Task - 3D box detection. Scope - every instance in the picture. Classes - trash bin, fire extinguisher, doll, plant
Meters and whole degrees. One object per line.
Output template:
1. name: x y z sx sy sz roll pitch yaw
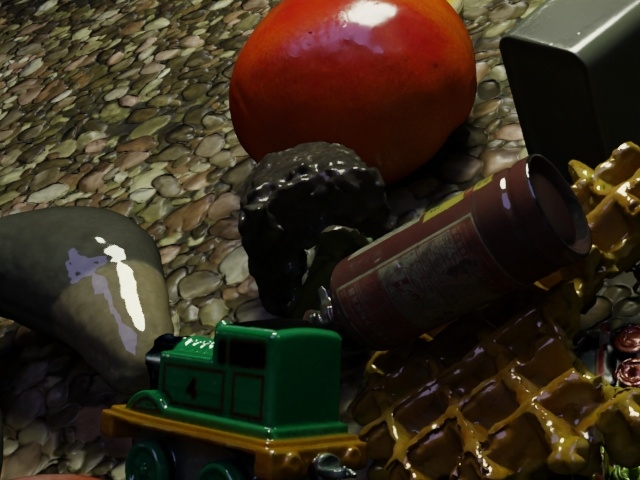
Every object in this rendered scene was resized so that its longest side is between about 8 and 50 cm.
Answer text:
1. trash bin: 0.289 -0.176 0.853 0.240 0.164 0.122 -36 37 -17
2. fire extinguisher: 0.055 0.040 0.653 0.252 0.075 0.106 -30 25 30
3. doll: -0.290 0.092 0.759 0.379 0.252 0.382 -32 43 -12
4. plant: 0.000 0.000 0.816 0.131 0.142 0.203 -16 24 -5

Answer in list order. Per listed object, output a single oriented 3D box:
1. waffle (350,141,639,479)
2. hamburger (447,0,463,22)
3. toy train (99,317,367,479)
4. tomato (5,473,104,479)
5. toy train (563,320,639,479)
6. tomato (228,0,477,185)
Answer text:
1. waffle: 0.139 0.062 0.662 0.260 0.069 0.293 -21 29 44
2. hamburger: 0.101 -0.273 1.150 0.141 0.081 0.126 16 51 40
3. toy train: -0.060 0.117 0.658 0.228 0.136 0.091 3 -2 45
4. tomato: -0.104 0.225 0.542 0.112 0.199 0.228 -23 58 -28
5. toy train: 0.178 0.143 0.595 0.085 0.053 0.249 -10 37 26
6. tomato: 0.030 -0.168 0.973 0.260 0.180 0.259 -16 33 11
